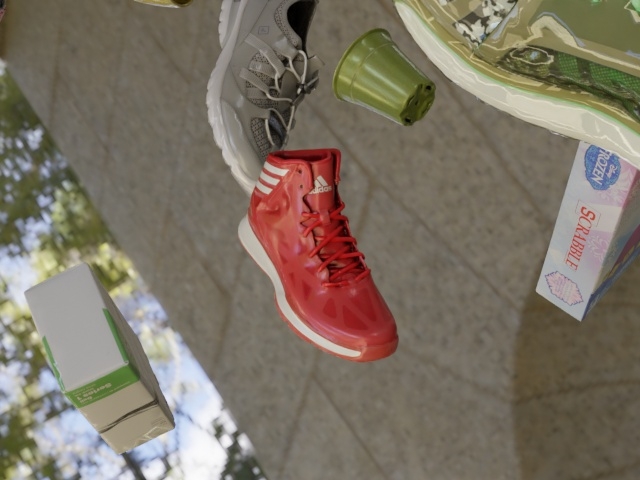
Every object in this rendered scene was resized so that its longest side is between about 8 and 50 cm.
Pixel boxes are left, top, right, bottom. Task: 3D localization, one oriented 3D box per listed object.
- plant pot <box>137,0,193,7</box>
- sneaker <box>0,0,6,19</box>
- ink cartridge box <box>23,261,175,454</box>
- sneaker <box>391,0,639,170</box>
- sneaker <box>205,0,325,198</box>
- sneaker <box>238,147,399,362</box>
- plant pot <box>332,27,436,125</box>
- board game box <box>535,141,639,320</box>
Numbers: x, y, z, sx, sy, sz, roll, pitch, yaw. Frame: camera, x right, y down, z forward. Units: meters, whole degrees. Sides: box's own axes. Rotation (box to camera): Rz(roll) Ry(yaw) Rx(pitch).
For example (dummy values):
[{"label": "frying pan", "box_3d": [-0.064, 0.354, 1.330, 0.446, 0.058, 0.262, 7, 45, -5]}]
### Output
[{"label": "plant pot", "box_3d": [-0.216, -0.343, 1.695, 0.095, 0.134, 0.134, -5, -25, 21]}, {"label": "sneaker", "box_3d": [-0.358, -0.175, 0.997, 0.319, 0.112, 0.131, -14, -50, -36]}, {"label": "ink cartridge box", "box_3d": [-0.275, 0.154, 1.768, 0.092, 0.160, 0.219, -26, -31, -4]}, {"label": "sneaker", "box_3d": [0.200, -0.125, 0.753, 0.158, 0.410, 0.182, -45, -17, -24]}, {"label": "sneaker", "box_3d": [-0.054, -0.176, 1.541, 0.115, 0.281, 0.105, -10, -29, 18]}, {"label": "sneaker", "box_3d": [0.000, 0.000, 1.241, 0.087, 0.221, 0.128, -18, -44, -33]}, {"label": "plant pot", "box_3d": [0.069, -0.153, 1.371, 0.083, 0.079, 0.083, -36, -32, -27]}, {"label": "board game box", "box_3d": [0.356, -0.114, 1.421, 0.319, 0.066, 0.318, -45, -21, -24]}]
